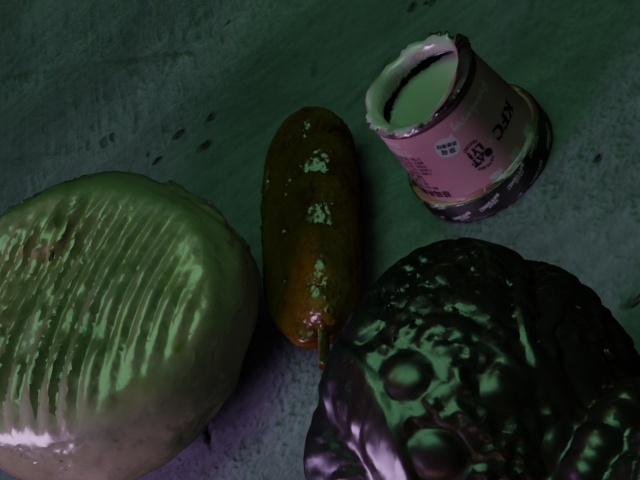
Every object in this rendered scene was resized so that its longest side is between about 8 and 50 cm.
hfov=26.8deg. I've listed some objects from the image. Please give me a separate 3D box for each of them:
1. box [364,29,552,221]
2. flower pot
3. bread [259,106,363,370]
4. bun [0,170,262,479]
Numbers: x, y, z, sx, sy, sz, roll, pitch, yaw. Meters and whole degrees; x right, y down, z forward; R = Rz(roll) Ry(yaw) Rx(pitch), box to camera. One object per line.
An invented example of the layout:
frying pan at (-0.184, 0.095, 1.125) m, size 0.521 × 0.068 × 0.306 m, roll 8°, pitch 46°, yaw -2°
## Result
box at (0.127, -0.116, 1.297) m, size 0.151 × 0.135 × 0.151 m, roll -26°, pitch 41°, yaw 25°
flower pot at (0.166, 0.155, 0.937) m, size 0.267 × 0.266 × 0.267 m, roll 20°, pitch 72°, yaw 41°
bread at (-0.002, 0.000, 1.363) m, size 0.124 × 0.084 × 0.344 m, roll -49°, pitch 31°, yaw 36°
bun at (-0.224, 0.103, 1.376) m, size 0.362 × 0.234 × 0.326 m, roll -17°, pitch 51°, yaw 14°
